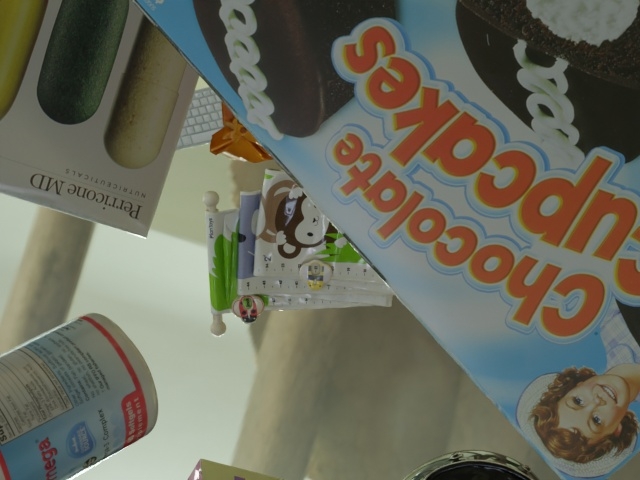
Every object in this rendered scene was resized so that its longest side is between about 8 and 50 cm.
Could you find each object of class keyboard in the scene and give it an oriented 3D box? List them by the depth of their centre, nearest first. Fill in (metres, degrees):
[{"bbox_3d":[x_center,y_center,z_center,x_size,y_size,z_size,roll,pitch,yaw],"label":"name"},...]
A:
[{"bbox_3d":[-0.106,-0.172,1.474,0.256,0.072,0.014,-11,-168,17],"label":"keyboard"}]

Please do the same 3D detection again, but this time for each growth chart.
[{"bbox_3d":[0.000,0.000,1.090,0.237,0.172,0.021,-7,-160,2],"label":"growth chart"}]

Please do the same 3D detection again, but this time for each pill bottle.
[{"bbox_3d":[-0.183,0.112,0.674,0.160,0.087,0.087,-27,-130,-35],"label":"pill bottle"}]

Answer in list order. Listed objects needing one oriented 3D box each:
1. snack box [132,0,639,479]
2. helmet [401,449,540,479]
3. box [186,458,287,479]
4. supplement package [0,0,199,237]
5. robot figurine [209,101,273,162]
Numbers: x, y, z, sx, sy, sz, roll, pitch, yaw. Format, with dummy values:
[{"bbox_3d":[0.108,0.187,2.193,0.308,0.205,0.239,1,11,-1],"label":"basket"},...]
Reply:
[{"bbox_3d":[0.084,-0.060,0.511,0.322,0.187,0.060,47,-175,-12],"label":"snack box"},{"bbox_3d":[0.118,0.258,0.938,0.169,0.169,0.161,25,-135,8],"label":"helmet"},{"bbox_3d":[-0.032,0.363,1.155,0.243,0.117,0.214,18,-150,-21],"label":"box"},{"bbox_3d":[-0.201,-0.163,0.837,0.199,0.263,0.198,18,179,-25],"label":"supplement package"},{"bbox_3d":[0.076,-0.073,0.704,0.291,0.085,0.211,18,-146,-19],"label":"robot figurine"}]
